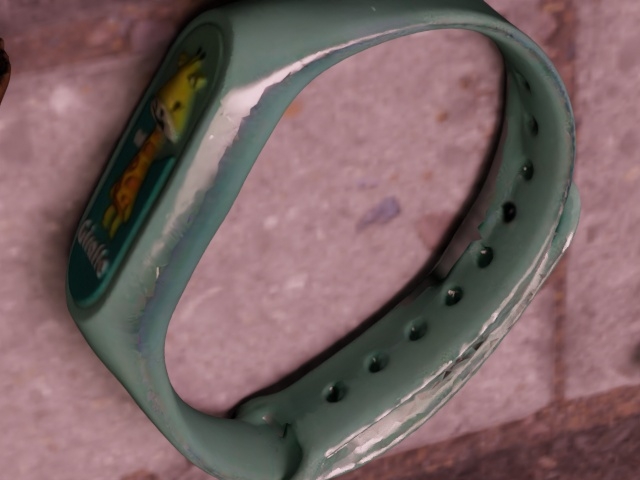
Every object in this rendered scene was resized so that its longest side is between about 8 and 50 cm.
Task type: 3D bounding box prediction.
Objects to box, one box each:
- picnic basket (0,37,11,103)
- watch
[{"bbox_3d":[-0.186,-0.077,0.555,0.179,0.128,0.137,16,116,-11],"label":"picnic basket"},{"bbox_3d":[0.000,0.000,0.724,0.195,0.068,0.237,20,106,-33],"label":"watch"}]
